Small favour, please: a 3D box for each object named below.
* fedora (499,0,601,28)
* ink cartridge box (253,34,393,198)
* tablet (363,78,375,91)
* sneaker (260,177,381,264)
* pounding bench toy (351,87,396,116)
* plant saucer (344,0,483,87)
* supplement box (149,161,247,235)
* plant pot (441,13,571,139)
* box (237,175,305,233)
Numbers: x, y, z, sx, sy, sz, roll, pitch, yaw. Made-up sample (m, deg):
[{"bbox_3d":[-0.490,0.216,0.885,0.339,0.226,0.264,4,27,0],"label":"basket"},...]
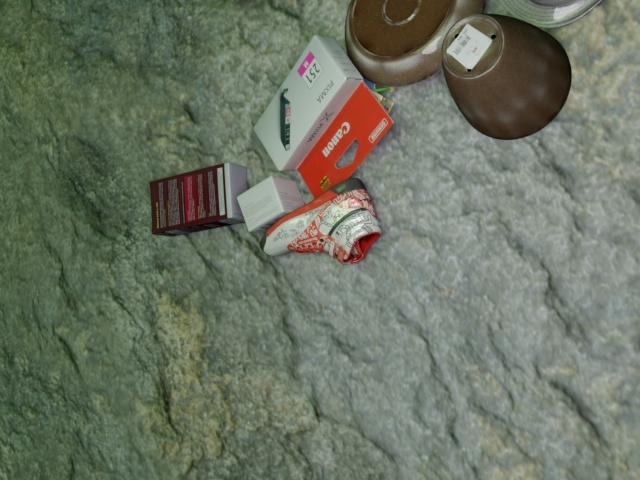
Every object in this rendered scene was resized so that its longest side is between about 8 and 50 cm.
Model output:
[{"bbox_3d":[0.417,-0.529,1.313,0.275,0.124,0.244,-47,64,19],"label":"fedora"},{"bbox_3d":[-0.004,-0.236,1.531,0.275,0.060,0.239,-50,61,37],"label":"ink cartridge box"},{"bbox_3d":[0.091,-0.347,1.559,0.054,0.006,0.083,-2,84,31],"label":"tablet"},{"bbox_3d":[0.000,-0.001,1.531,0.270,0.090,0.145,-33,67,21],"label":"sneaker"},{"bbox_3d":[0.113,-0.287,1.505,0.052,0.065,0.083,35,103,29],"label":"pounding bench toy"},{"bbox_3d":[0.169,-0.458,1.474,0.310,0.050,0.311,-10,71,32],"label":"plant saucer"},{"bbox_3d":[-0.282,-0.091,1.718,0.239,0.073,0.130,-9,80,29],"label":"supplement box"},{"bbox_3d":[0.301,-0.304,1.299,0.215,0.230,0.216,-3,84,31],"label":"plant pot"},{"bbox_3d":[-0.102,-0.074,1.593,0.101,0.102,0.087,-29,73,26],"label":"box"}]
